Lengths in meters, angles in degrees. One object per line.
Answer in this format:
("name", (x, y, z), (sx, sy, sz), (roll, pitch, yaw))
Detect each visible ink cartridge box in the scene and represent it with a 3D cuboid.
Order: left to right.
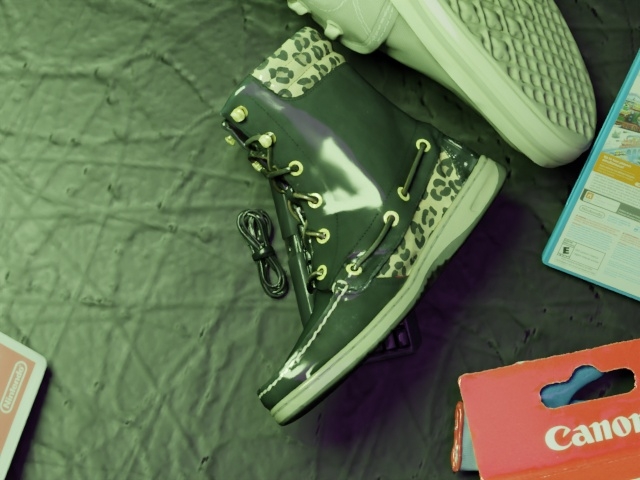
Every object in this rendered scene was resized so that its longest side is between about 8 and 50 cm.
("ink cartridge box", (0.203, 0.180, 0.890), (0.181, 0.056, 0.225), (-11, 84, -10))

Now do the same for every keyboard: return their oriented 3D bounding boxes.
("keyboard", (0.000, 0.000, 0.939), (0.108, 0.023, 0.180), (-12, 79, -8))

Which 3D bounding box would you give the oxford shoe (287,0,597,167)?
("oxford shoe", (0.013, -0.212, 0.938), (0.449, 0.130, 0.169), (43, 33, -5))

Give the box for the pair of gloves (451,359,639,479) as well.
("pair of gloves", (0.163, 0.179, 0.922), (0.159, 0.023, 0.198), (2, 79, -8))

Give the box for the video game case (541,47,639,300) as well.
("video game case", (0.239, -0.036, 0.929), (0.119, 0.015, 0.166), (21, 113, -1))

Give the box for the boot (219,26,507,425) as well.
("boot", (-0.008, -0.014, 0.887), (0.178, 0.085, 0.236), (41, 66, 1))

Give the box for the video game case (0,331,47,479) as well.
("video game case", (-0.305, 0.096, 0.781), (0.285, 0.025, 0.204), (36, 56, -33))
